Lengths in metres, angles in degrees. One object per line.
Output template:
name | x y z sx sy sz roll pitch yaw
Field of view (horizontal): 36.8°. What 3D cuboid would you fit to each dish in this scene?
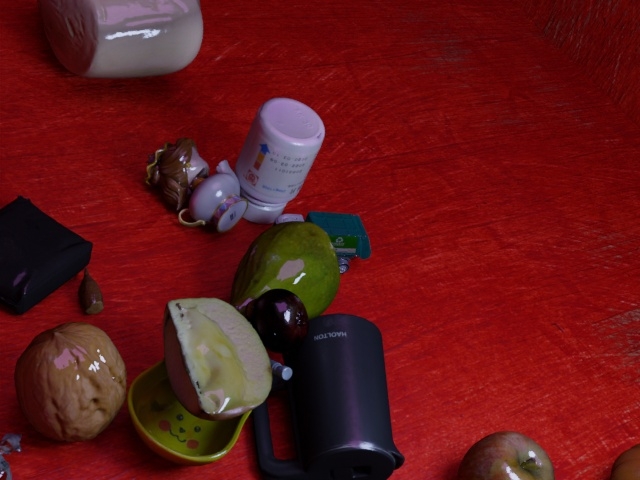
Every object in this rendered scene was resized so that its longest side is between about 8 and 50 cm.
dish | -0.247 0.325 1.822 0.221 0.108 0.262 33 41 8

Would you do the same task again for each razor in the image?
razor | -0.134 0.239 1.925 0.106 0.068 0.232 -10 16 -35

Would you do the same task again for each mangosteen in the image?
mangosteen | -0.093 0.159 1.902 0.140 0.140 0.140 15 41 -14

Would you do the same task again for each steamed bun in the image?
steamed bun | -0.542 -0.590 2.510 0.371 0.290 0.456 -11 50 -29

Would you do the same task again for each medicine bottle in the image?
medicine bottle | -0.112 -0.183 2.295 0.170 0.293 0.170 15 43 -15

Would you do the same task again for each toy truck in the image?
toy truck | 0.000 0.000 2.296 0.253 0.124 0.114 5 42 -27

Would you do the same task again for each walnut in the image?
walnut | -0.444 0.249 1.713 0.195 0.222 0.195 -5 37 4

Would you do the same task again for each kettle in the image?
kettle | 0.013 0.319 1.903 0.262 0.203 0.308 12 45 -20

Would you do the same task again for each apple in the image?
apple | 0.370 0.483 1.934 0.188 0.174 0.188 16 43 -16
apple | -0.190 0.231 1.782 0.193 0.120 0.265 5 44 -37

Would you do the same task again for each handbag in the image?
handbag | -0.616 0.018 1.975 0.223 0.080 0.247 34 40 9

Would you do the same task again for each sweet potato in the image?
sweet potato | -0.475 0.100 1.987 0.049 0.049 0.117 1 46 -27

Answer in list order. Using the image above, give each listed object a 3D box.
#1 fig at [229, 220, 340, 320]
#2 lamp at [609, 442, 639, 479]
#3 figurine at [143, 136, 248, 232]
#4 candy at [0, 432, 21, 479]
fig | -0.112 0.086 2.074 0.314 0.233 0.233 -14 54 -25
lamp | 0.724 0.535 2.048 0.223 0.197 0.223 15 42 -14
figurine | -0.298 -0.136 2.267 0.263 0.142 0.189 40 65 16
candy | -0.594 0.412 1.582 0.086 0.059 0.292 34 40 14
